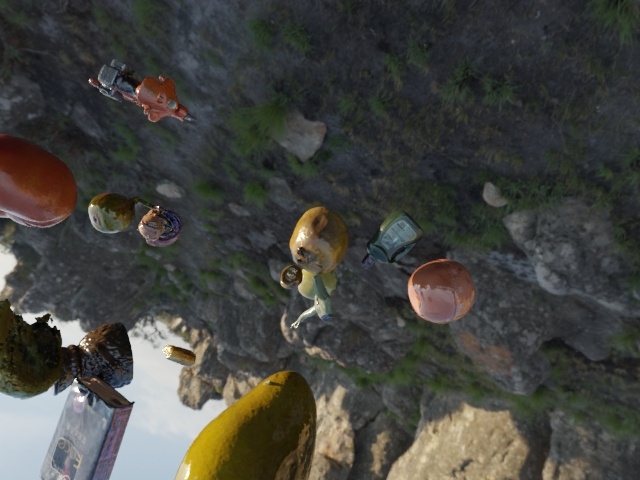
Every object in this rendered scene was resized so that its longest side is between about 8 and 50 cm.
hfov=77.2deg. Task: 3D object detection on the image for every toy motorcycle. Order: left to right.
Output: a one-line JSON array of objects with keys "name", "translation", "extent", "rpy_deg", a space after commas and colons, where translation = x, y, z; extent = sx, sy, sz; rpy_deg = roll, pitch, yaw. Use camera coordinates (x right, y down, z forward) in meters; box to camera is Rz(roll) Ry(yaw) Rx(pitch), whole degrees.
[{"name": "toy motorcycle", "translation": [-0.581, -0.482, 1.314], "extent": [0.326, 0.147, 0.221], "rpy_deg": [25, -179, 5]}]

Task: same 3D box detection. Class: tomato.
[{"name": "tomato", "translation": [-0.692, -0.135, 0.908], "extent": [0.260, 0.180, 0.260], "rpy_deg": [15, 165, 4]}]

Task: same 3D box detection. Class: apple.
[{"name": "apple", "translation": [-0.018, 0.193, 1.934], "extent": [0.200, 0.200, 0.200], "rpy_deg": [24, 160, 10]}]

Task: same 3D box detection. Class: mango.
[{"name": "mango", "translation": [-0.150, 0.490, 0.907], "extent": [0.221, 0.445, 0.301], "rpy_deg": [-18, 119, 35]}]

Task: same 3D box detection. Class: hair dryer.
[{"name": "hair dryer", "translation": [-0.036, 0.218, 1.424], "extent": [0.199, 0.167, 0.067], "rpy_deg": [-25, 145, 38]}]

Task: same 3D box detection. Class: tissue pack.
[{"name": "tissue pack", "translation": [-0.787, 0.676, 1.358], "extent": [0.259, 0.361, 0.122], "rpy_deg": [17, 176, 32]}]

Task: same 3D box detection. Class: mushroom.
[{"name": "mushroom", "translation": [-0.099, 0.131, 1.396], "extent": [0.072, 0.088, 0.129], "rpy_deg": [60, 172, -8]}]

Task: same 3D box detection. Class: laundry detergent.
[{"name": "laundry detergent", "translation": [0.228, 0.015, 1.320], "extent": [0.144, 0.221, 0.078], "rpy_deg": [40, -176, -28]}]

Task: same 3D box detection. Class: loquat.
[{"name": "loquat", "translation": [0.000, 0.000, 1.355], "extent": [0.193, 0.238, 0.238], "rpy_deg": [30, 160, -4]}]

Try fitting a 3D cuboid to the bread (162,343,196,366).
[{"name": "bread", "translation": [-0.459, 0.375, 1.317], "extent": [0.106, 0.053, 0.072], "rpy_deg": [35, 174, -40]}]

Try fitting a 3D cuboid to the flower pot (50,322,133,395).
[{"name": "flower pot", "translation": [-0.915, 0.480, 1.589], "extent": [0.267, 0.266, 0.267], "rpy_deg": [-6, -175, -39]}]

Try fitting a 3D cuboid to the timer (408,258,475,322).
[{"name": "timer", "translation": [0.443, 0.185, 1.465], "extent": [0.215, 0.229, 0.229], "rpy_deg": [-15, 162, -10]}]

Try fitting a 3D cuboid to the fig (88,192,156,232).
[{"name": "fig", "translation": [-0.705, -0.114, 1.395], "extent": [0.148, 0.186, 0.142], "rpy_deg": [7, 137, 17]}]

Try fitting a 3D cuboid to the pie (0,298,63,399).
[{"name": "pie", "translation": [-0.937, 0.347, 1.266], "extent": [0.078, 0.296, 0.371], "rpy_deg": [-15, 158, -5]}]

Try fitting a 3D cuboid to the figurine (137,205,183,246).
[{"name": "figurine", "translation": [-0.502, -0.039, 1.215], "extent": [0.114, 0.126, 0.157], "rpy_deg": [8, -172, 12]}]
